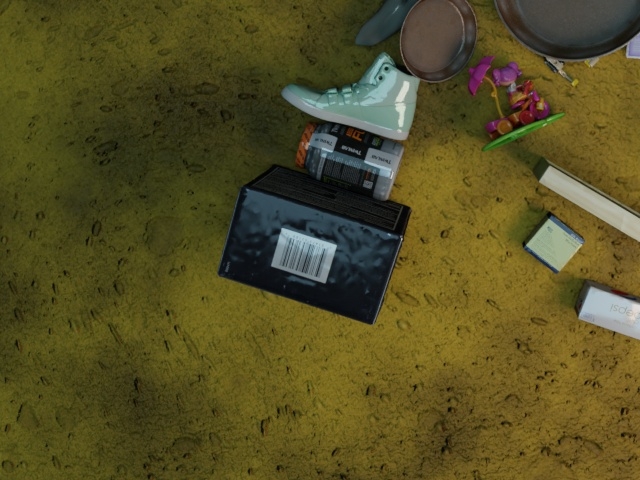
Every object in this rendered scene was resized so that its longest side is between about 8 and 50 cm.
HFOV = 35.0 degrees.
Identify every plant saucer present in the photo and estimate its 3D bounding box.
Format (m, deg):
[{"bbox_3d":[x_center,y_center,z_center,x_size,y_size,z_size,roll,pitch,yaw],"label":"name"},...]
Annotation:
[{"bbox_3d":[0.213,-0.378,1.883,0.169,0.029,0.168,-11,115,-25],"label":"plant saucer"},{"bbox_3d":[0.465,-0.475,1.825,0.311,0.050,0.310,1,93,21],"label":"plant saucer"}]

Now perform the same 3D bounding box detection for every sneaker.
[{"bbox_3d":[0.062,-0.295,1.921,0.256,0.094,0.151,15,108,-5],"label":"sneaker"}]

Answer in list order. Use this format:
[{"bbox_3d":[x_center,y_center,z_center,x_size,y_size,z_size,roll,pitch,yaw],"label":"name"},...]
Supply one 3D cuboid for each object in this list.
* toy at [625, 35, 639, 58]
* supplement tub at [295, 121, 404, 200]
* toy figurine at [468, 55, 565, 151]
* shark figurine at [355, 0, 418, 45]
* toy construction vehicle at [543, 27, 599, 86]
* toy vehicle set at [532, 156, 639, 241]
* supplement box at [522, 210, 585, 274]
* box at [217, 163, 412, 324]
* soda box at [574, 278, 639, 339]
[{"bbox_3d":[0.636,-0.444,1.832,0.137,0.056,0.237,5,101,6],"label":"toy"},{"bbox_3d":[0.055,-0.156,1.937,0.190,0.117,0.117,18,102,4],"label":"supplement tub"},{"bbox_3d":[0.347,-0.271,1.888,0.173,0.130,0.159,-23,87,-10],"label":"toy figurine"},{"bbox_3d":[0.150,-0.496,1.866,0.166,0.116,0.278,4,103,6],"label":"shark figurine"},{"bbox_3d":[0.461,-0.346,1.890,0.098,0.035,0.086,40,92,-3],"label":"toy construction vehicle"},{"bbox_3d":[0.517,-0.065,1.862,0.267,0.166,0.035,31,103,2],"label":"toy vehicle set"},{"bbox_3d":[0.444,0.004,1.941,0.083,0.056,0.083,38,103,0],"label":"supplement box"},{"bbox_3d":[0.000,0.000,1.882,0.296,0.294,0.182,18,105,5],"label":"box"},{"bbox_3d":[0.599,0.145,1.936,0.216,0.074,0.069,20,102,4],"label":"soda box"}]
